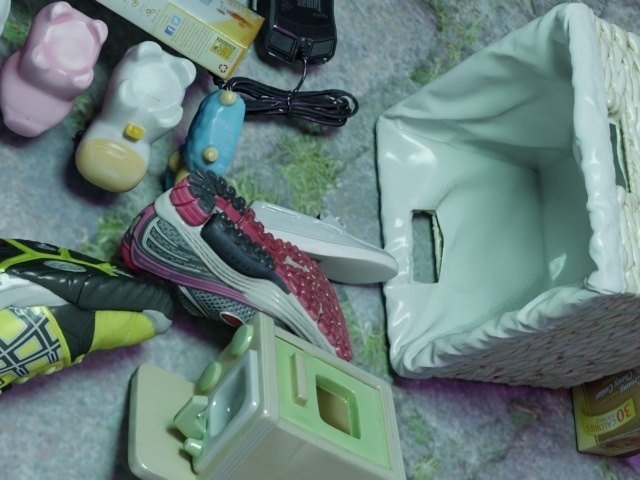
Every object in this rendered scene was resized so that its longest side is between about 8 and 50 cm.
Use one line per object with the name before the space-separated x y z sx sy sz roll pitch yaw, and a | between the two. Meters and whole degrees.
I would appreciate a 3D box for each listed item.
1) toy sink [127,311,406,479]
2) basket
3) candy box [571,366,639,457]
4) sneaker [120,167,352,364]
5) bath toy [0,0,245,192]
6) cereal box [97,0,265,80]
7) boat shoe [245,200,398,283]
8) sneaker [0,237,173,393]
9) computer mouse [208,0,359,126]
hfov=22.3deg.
toy sink | -0.049 0.174 1.548 0.234 0.131 0.153 28 29 -22
basket | 0.260 -0.025 1.772 0.266 0.331 0.328 15 62 -36
candy box | 0.373 0.077 1.893 0.087 0.183 0.316 12 64 -32
sneaker | -0.072 0.050 1.639 0.299 0.112 0.121 45 21 -31
bath toy | -0.252 -0.156 1.585 0.348 0.129 0.151 30 75 -22
cereal box | -0.175 -0.257 1.646 0.240 0.047 0.173 32 18 -7
boat shoe | 0.000 0.000 1.740 0.184 0.066 0.063 11 62 -19
sneaker | -0.306 0.082 1.459 0.385 0.145 0.147 1 102 -39
computer mouse | -0.063 -0.245 1.808 0.184 0.060 0.262 0 74 -28
